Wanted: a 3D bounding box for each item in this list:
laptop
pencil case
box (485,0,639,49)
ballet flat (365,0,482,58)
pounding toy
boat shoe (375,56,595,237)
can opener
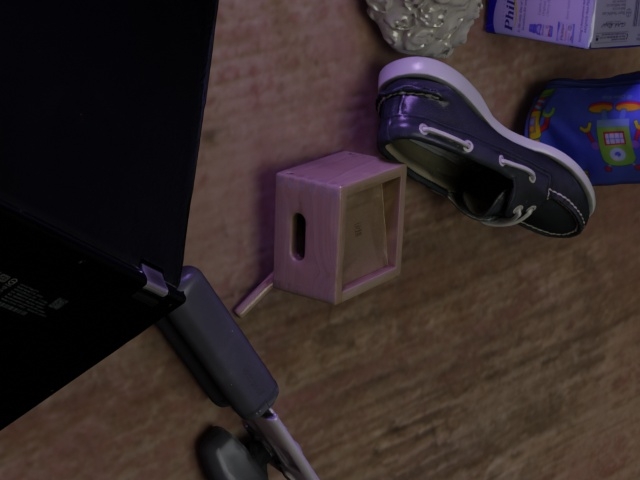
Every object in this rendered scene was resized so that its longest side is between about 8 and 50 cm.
[{"bbox_3d":[-0.275,-0.064,1.014,0.408,0.236,0.382,-35,150,12],"label":"laptop"},{"bbox_3d":[0.353,-0.122,1.465,0.119,0.306,0.133,-43,118,-41],"label":"pencil case"},{"bbox_3d":[0.256,-0.235,1.451,0.126,0.137,0.072,-9,110,-40],"label":"box"},{"bbox_3d":[0.094,-0.338,1.281,0.147,0.147,0.408,-30,122,-32],"label":"ballet flat"},{"bbox_3d":[0.000,0.000,1.338,0.130,0.100,0.141,-22,120,-52],"label":"pounding toy"},{"bbox_3d":[0.159,-0.063,1.427,0.303,0.114,0.091,30,56,-32],"label":"boat shoe"},{"bbox_3d":[-0.090,0.143,1.302,0.095,0.076,0.283,-47,128,-22],"label":"can opener"}]
